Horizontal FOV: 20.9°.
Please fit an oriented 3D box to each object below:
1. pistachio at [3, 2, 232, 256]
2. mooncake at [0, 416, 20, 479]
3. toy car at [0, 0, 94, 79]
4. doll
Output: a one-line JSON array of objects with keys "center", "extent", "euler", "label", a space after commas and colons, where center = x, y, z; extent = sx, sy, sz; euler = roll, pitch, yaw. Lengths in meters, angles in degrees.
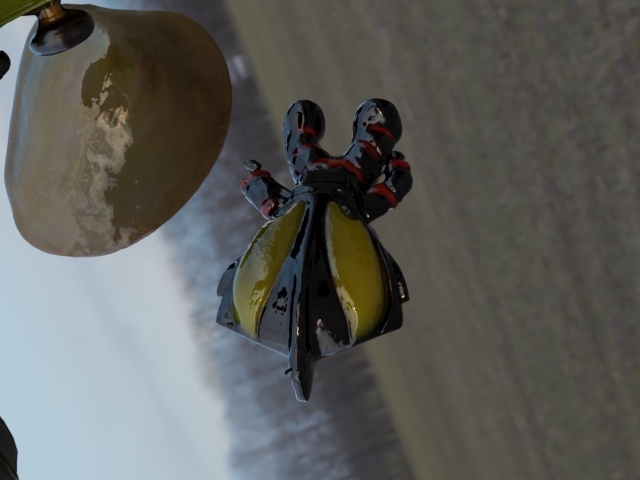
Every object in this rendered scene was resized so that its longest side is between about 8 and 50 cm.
[{"center": [-0.202, -0.104, 1.713], "extent": [0.163, 0.212, 0.261], "euler": [-31, -46, -77], "label": "pistachio"}, {"center": [-0.206, 0.108, 0.571], "extent": [0.124, 0.228, 0.228], "euler": [68, 180, -50], "label": "mooncake"}, {"center": [-0.300, -0.231, 1.430], "extent": [0.142, 0.247, 0.200], "euler": [6, 121, 57], "label": "toy car"}, {"center": [-0.002, -0.002, 1.204], "extent": [0.088, 0.127, 0.249], "euler": [46, -139, -33], "label": "doll"}]
